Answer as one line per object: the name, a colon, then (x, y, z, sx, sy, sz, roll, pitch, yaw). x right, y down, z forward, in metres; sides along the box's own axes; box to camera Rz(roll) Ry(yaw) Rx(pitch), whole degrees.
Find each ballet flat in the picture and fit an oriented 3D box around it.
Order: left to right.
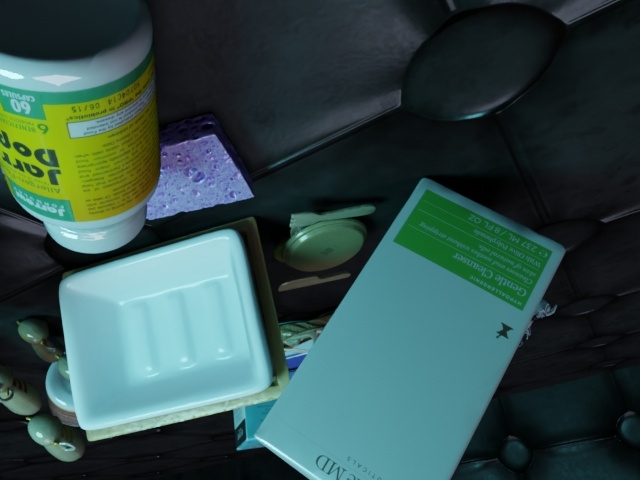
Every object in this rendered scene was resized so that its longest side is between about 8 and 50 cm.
ballet flat: (-0.004, 0.183, 1.061, 0.206, 0.067, 0.073, -18, 151, 14)

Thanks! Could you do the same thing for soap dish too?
soap dish: (-0.188, 0.119, 0.717, 0.291, 0.229, 0.118, -16, 170, 11)

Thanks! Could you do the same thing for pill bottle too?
pill bottle: (-0.181, -0.082, 0.402, 0.118, 0.117, 0.208, -2, 147, -16)
pill bottle: (-0.476, 0.299, 1.069, 0.121, 0.121, 0.216, 3, 151, -24)

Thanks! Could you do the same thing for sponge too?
sponge: (-0.187, -0.061, 0.557, 0.210, 0.031, 0.117, -13, 153, 6)

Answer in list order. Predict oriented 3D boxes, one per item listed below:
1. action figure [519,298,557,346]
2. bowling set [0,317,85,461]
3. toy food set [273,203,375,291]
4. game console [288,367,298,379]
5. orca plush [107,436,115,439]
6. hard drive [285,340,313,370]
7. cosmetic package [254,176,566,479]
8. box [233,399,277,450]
action figure: (0.390, 0.198, 1.198, 0.285, 0.099, 0.185, -30, 142, 29)
bowling set: (-0.437, 0.189, 0.863, 0.287, 0.200, 0.154, 31, 150, 13)
toy food set: (0.000, 0.000, 0.747, 0.132, 0.038, 0.192, -9, 149, -17)
game console: (-0.047, 0.347, 1.279, 0.122, 0.107, 0.071, -14, -178, 11)
orca plush: (-0.530, 0.448, 1.364, 0.151, 0.102, 0.287, -23, 151, 24)
hard drive: (-0.031, 0.301, 1.316, 0.210, 0.040, 0.319, -18, 153, 16)
cosmetic package: (0.110, 0.134, 0.641, 0.197, 0.365, 0.155, 28, 158, 15)
box: (-0.105, 0.192, 0.847, 0.060, 0.244, 0.100, 0, 152, -18)
